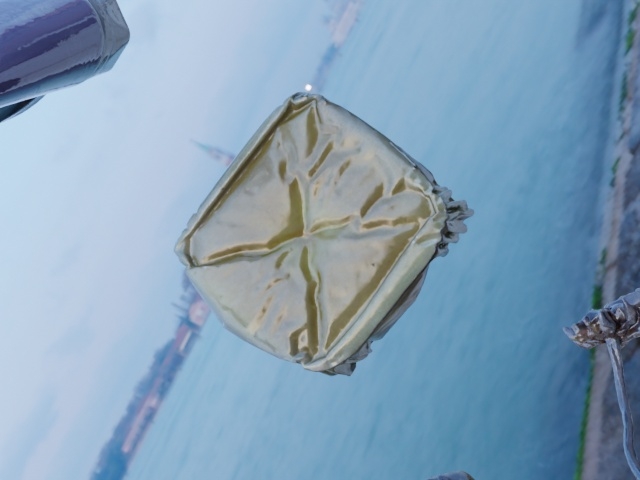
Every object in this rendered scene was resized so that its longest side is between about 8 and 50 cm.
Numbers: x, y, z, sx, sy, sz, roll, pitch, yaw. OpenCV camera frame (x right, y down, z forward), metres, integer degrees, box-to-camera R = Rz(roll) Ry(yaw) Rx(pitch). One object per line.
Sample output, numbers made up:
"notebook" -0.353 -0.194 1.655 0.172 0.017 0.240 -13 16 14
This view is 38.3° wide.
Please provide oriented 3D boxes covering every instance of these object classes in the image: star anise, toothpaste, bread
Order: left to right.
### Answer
"toothpaste" -0.232 -0.120 0.582 0.080 0.125 0.371 -66 -5 20
"bread" 0.001 -0.002 0.787 0.209 0.192 0.110 -55 -12 11
"star anise" 0.360 0.159 1.016 0.148 0.227 0.218 -21 -19 21

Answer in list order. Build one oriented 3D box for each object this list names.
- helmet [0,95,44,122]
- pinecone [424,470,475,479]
"helmet" -0.385 -0.202 0.971 0.305 0.177 0.225 -43 -9 -10
"pinecone" 0.194 0.505 1.259 0.384 0.384 0.384 -62 4 8
